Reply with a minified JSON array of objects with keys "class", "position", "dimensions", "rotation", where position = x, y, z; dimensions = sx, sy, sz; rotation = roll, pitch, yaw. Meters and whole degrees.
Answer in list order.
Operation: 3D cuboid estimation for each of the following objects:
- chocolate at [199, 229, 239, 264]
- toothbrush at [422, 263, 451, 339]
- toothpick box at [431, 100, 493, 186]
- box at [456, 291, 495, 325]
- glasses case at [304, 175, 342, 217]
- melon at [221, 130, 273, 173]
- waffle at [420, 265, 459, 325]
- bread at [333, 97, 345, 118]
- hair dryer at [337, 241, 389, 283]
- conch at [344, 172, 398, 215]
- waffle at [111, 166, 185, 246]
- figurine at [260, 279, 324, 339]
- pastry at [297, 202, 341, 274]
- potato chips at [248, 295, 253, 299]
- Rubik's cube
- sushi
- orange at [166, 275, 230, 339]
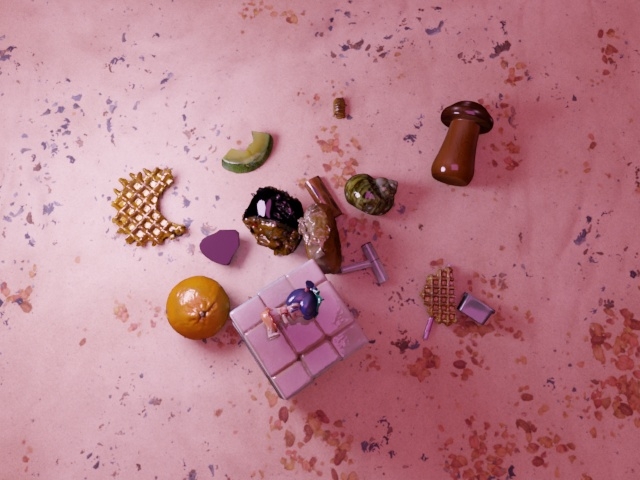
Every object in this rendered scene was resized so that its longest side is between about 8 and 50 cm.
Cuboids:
[{"class":"chocolate","position":[-0.351,0.028,1.942],"dimensions":[0.148,0.080,0.125],"rotation":[-28,92,-11]},{"class":"toothbrush","position":[0.415,0.218,1.919],"dimensions":[0.020,0.025,0.287],"rotation":[20,82,2]},{"class":"toothpick box","position":[0.507,-0.354,1.949],"dimensions":[0.192,0.192,0.295],"rotation":[16,87,4]},{"class":"box","position":[0.540,0.241,1.884],"dimensions":[0.122,0.084,0.069],"rotation":[34,89,8]},{"class":"glasses case","position":[0.009,-0.155,1.987],"dimensions":[0.064,0.041,0.170],"rotation":[-31,80,-5]},{"class":"melon","position":[-0.266,-0.329,2.017],"dimensions":[0.118,0.064,0.209],"rotation":[40,80,13]},{"class":"waffle","position":[0.435,0.200,1.887],"dimensions":[0.160,0.046,0.192],"rotation":[-34,84,-5]},{"class":"bread","position":[0.073,-0.507,2.057],"dimensions":[0.049,0.034,0.088],"rotation":[3,79,-5]},{"class":"hair dryer","position":[0.134,0.112,1.939],"dimensions":[0.183,0.044,0.155],"rotation":[-27,79,1]},{"class":"conch","position":[0.184,-0.178,1.948],"dimensions":[0.181,0.124,0.188],"rotation":[-18,71,-5]},{"class":"waffle","position":[-0.640,-0.117,1.981],"dimensions":[0.259,0.069,0.293],"rotation":[-12,82,1]},{"class":"figurine","position":[-0.080,0.197,1.547],"dimensions":[0.194,0.111,0.102],"rotation":[-25,79,-11]},{"class":"pastry","position":[0.000,-0.004,1.863],"dimensions":[0.120,0.236,0.257],"rotation":[-9,75,8]},{"class":"potato chips","position":[-0.224,0.296,1.909],"dimensions":[0.026,0.037,0.204],"rotation":[-13,77,-11]},{"class":"Rubik's cube","position":[-0.078,0.296,1.743],"dimensions":[0.315,0.322,0.319],"rotation":[-32,81,-13]},{"class":"sushi","position":[-0.166,-0.066,1.896],"dimensions":[0.213,0.200,0.204],"rotation":[22,77,-22]},{"class":"orange","position":[-0.421,0.230,1.851],"dimensions":[0.219,0.193,0.220],"rotation":[5,71,-14]}]
